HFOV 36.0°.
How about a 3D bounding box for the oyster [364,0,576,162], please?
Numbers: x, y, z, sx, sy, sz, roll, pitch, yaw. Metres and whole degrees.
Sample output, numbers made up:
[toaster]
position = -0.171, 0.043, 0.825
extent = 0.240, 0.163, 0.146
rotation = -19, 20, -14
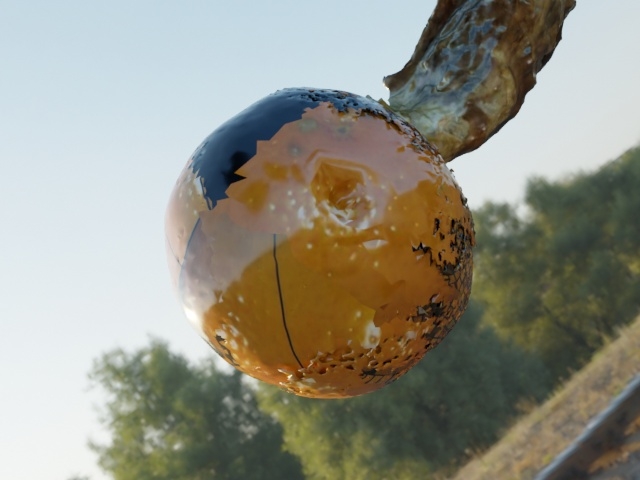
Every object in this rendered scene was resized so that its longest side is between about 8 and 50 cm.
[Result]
[oyster]
position = 0.186, -0.200, 1.092
extent = 0.275, 0.270, 0.100
rotation = 3, 12, -33

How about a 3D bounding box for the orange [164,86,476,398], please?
[orange]
position = 0.000, 0.000, 0.728
extent = 0.234, 0.234, 0.182
rotation = -33, -2, -19
